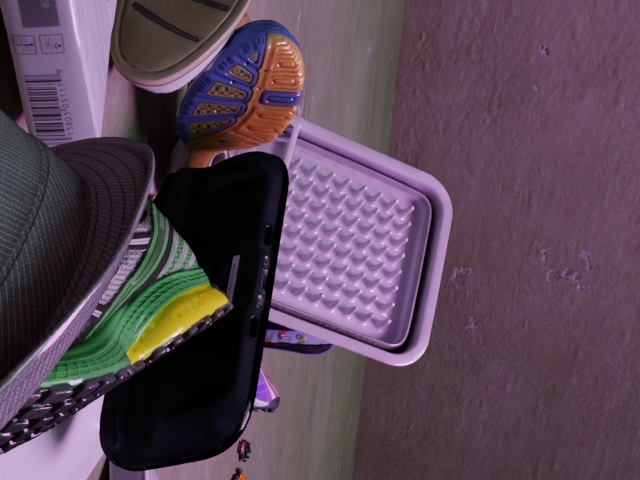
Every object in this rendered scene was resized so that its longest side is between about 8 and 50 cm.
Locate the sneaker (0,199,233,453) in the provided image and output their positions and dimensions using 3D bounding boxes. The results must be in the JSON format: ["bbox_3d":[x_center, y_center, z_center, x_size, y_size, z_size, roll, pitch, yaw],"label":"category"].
[{"bbox_3d":[-0.206,0.059,0.849,0.146,0.134,0.343,56,25,0],"label":"sneaker"}]

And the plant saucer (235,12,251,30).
[{"bbox_3d":[-0.100,-0.246,1.432,0.083,0.013,0.083,9,90,-82],"label":"plant saucer"}]

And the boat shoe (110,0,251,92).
[{"bbox_3d":[-0.104,-0.259,1.077,0.103,0.113,0.302,115,0,-71],"label":"boat shoe"}]

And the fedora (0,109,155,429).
[{"bbox_3d":[-0.212,0.003,0.513,0.124,0.244,0.275,56,45,-33],"label":"fedora"}]

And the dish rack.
[{"bbox_3d":[0.000,0.000,1.486,0.072,0.333,0.285,-39,-147,59],"label":"dish rack"}]

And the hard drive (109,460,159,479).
[{"bbox_3d":[-0.187,0.378,1.284,0.307,0.040,0.203,86,-3,-57],"label":"hard drive"}]

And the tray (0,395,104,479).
[{"bbox_3d":[-0.238,0.181,0.981,0.270,0.030,0.145,-63,161,-63],"label":"tray"}]

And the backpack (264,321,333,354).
[{"bbox_3d":[-0.047,0.076,1.584,0.117,0.173,0.158,-66,162,-57],"label":"backpack"}]

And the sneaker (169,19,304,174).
[{"bbox_3d":[-0.100,-0.146,1.168,0.296,0.112,0.131,126,-33,-54],"label":"sneaker"}]

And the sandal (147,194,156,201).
[{"bbox_3d":[-0.141,0.033,1.259,0.240,0.079,0.088,85,17,-56],"label":"sandal"}]

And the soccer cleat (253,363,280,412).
[{"bbox_3d":[-0.115,0.163,1.497,0.318,0.109,0.116,42,54,-76],"label":"soccer cleat"}]

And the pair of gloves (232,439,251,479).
[{"bbox_3d":[-0.131,0.371,1.889,0.074,0.010,0.083,57,40,-75],"label":"pair of gloves"}]

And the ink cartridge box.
[{"bbox_3d":[-0.194,-0.208,0.855,0.189,0.066,0.232,90,-8,-45],"label":"ink cartridge box"}]

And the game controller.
[{"bbox_3d":[-0.114,0.057,1.063,0.067,0.166,0.319,48,40,-47],"label":"game controller"}]
